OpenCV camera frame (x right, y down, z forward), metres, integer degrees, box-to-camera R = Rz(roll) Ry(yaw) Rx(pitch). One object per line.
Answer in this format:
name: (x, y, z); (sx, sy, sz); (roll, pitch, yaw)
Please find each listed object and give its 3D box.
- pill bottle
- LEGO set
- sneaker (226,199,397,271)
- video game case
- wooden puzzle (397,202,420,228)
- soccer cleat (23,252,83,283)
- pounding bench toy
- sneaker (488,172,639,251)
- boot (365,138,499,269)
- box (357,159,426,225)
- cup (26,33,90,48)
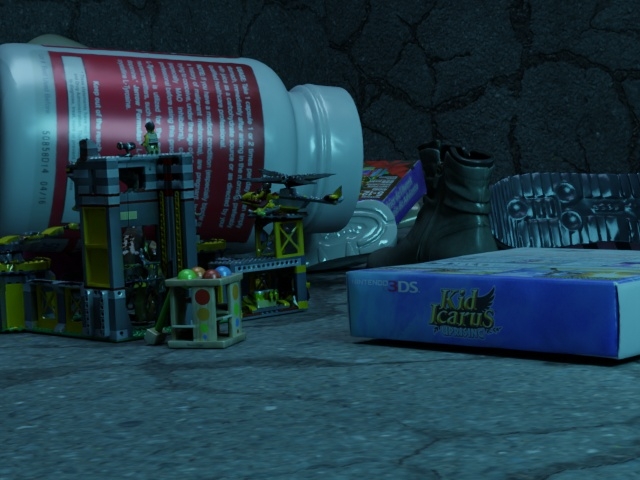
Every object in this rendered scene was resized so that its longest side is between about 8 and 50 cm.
pill bottle: (-0.171, -0.098, 1.718); (0.407, 0.229, 0.229); (1, 3, -20)
LEGO set: (-0.161, -0.019, 1.471); (0.331, 0.192, 0.255); (-5, 5, -34)
sneaker: (-0.021, 0.008, 1.890); (0.235, 0.090, 0.095); (-2, -14, 0)
video game case: (0.200, 0.046, 1.248); (0.244, 0.061, 0.269); (-5, 4, -45)
wooden puzzle: (0.027, -0.045, 2.306); (0.221, 0.044, 0.239); (-12, 21, -4)
soccer cleat: (-0.237, -0.041, 1.884); (0.331, 0.116, 0.143); (-41, 3, -24)
pounding bench toy: (-0.112, 0.056, 1.296); (0.083, 0.065, 0.052); (-2, 5, 19)
sneaker: (0.313, -0.004, 1.617); (0.319, 0.112, 0.131); (7, -23, -7)
boot: (0.120, -0.025, 1.574); (0.083, 0.161, 0.246); (-4, 5, -23)
box: (-0.020, -0.046, 2.180); (0.293, 0.057, 0.201); (-1, 29, 29)
cup: (-0.305, -0.100, 2.126); (0.237, 0.331, 0.331); (16, 10, 16)
